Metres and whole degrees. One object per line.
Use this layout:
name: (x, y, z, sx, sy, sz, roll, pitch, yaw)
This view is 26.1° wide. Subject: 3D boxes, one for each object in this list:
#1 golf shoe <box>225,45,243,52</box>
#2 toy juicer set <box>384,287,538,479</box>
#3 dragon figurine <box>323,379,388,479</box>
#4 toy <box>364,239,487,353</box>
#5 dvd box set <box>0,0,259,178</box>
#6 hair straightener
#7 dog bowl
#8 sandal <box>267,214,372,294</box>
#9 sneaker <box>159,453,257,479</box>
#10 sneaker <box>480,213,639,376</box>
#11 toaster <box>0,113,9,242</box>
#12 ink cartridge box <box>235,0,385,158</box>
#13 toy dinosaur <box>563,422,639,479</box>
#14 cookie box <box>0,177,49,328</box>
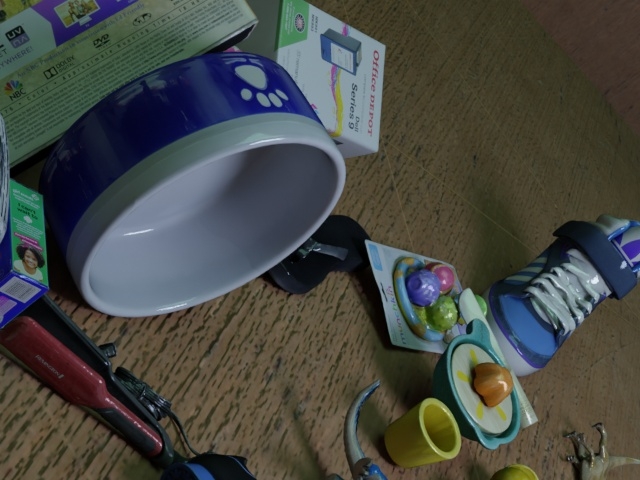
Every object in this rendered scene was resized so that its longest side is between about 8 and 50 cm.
golf shoe: (-0.187, -0.230, 1.533, 0.140, 0.115, 0.306, 45, 2, 14)
toy juicer set: (0.204, 0.201, 1.597, 0.209, 0.089, 0.329, 52, 33, -10)
dragon figurine: (0.069, 0.281, 1.328, 0.144, 0.085, 0.289, 37, 29, -27)
toy: (0.149, 0.071, 1.745, 0.237, 0.056, 0.136, 19, 52, -58)
dvd box set: (-0.297, -0.292, 1.250, 0.420, 0.308, 0.062, 56, -17, -1)
hair straightener: (-0.174, 0.118, 1.191, 0.230, 0.047, 0.089, 40, 28, -21)
dog bowl: (-0.116, -0.046, 1.253, 0.265, 0.265, 0.104, 8, 47, -55)
sandal: (0.000, -0.001, 1.623, 0.097, 0.054, 0.254, 55, 26, 9)
sneaker: (-0.045, 0.277, 1.151, 0.090, 0.081, 0.232, -3, 57, -51)
sneaker: (0.357, 0.052, 1.926, 0.130, 0.236, 0.323, 52, 25, 2)
toaster: (-0.330, -0.057, 1.076, 0.146, 0.129, 0.227, 32, 30, -38)
ink cartridge box: (-0.017, -0.206, 1.759, 0.212, 0.093, 0.154, 21, 69, -49)
toy dinosaur: (0.371, 0.297, 1.863, 0.183, 0.053, 0.092, -13, 82, -54)
cookie box: (-0.266, 0.017, 1.123, 0.040, 0.092, 0.107, 32, 31, -40)
